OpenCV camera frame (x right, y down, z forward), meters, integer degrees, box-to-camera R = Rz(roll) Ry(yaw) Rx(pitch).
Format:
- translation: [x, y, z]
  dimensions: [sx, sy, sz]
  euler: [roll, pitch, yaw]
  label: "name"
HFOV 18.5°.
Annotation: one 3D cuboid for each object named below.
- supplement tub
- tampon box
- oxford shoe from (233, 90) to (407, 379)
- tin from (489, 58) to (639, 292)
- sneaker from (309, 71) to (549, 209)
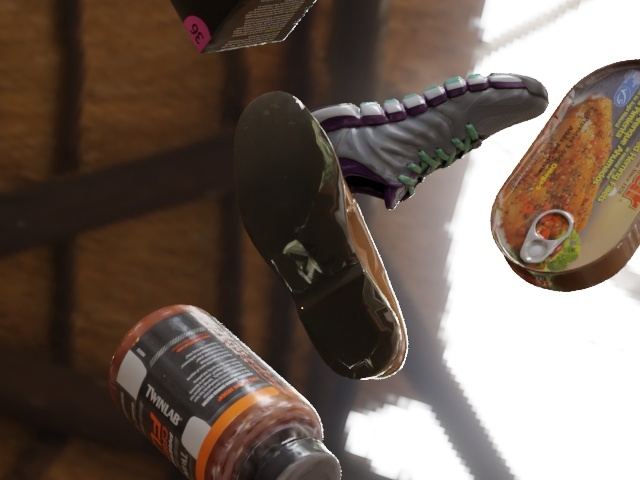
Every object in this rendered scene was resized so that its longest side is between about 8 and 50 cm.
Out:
- translation: [-0.070, 0.137, 1.487]
  dimensions: [0.106, 0.198, 0.106]
  euler: [-23, -49, -29]
  label: "supplement tub"
- translation: [-0.055, -0.254, 1.636]
  dimensions: [0.101, 0.120, 0.161]
  euler: [-14, -23, -42]
  label: "tampon box"
- translation: [0.000, 0.000, 1.327]
  dimensions: [0.212, 0.076, 0.076]
  euler: [69, -166, 15]
  label: "oxford shoe"
- translation: [0.197, -0.045, 1.377]
  dimensions: [0.190, 0.106, 0.040]
  euler: [-53, -41, -18]
  label: "tin"
- translation: [0.090, -0.074, 1.671]
  dimensions: [0.083, 0.223, 0.098]
  euler: [57, -157, -65]
  label: "sneaker"
